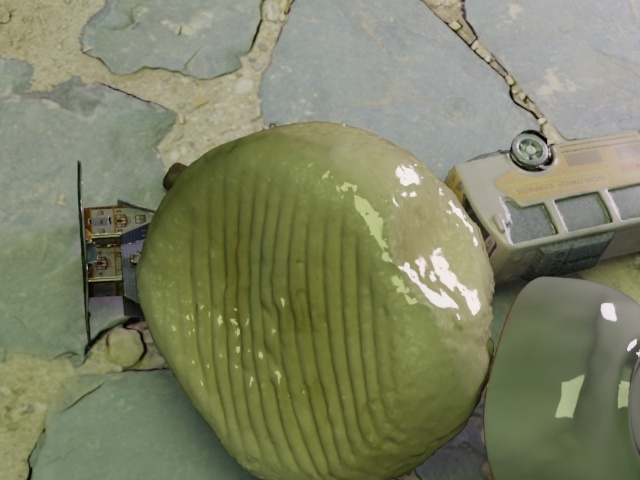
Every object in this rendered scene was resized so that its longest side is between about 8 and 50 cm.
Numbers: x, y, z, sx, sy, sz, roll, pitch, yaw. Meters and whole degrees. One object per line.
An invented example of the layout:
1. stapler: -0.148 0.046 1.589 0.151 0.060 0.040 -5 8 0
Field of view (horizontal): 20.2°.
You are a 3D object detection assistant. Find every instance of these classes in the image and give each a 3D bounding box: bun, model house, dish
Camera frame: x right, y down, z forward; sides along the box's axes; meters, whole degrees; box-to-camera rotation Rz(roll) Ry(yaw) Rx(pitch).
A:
1. bun: 0.008 0.055 1.718 0.352 0.349 0.227 3 12 28
2. model house: -0.200 0.012 1.827 0.088 0.117 0.167 -3 57 -8
3. dish: 0.265 0.159 1.678 0.117 0.256 0.256 -4 53 37

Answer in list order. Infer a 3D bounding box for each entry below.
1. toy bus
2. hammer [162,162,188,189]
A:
1. toy bus: 0.295 -0.047 1.868 0.342 0.097 0.138 -12 63 -20
2. hammer: 0.000 0.000 1.882 0.365 0.043 0.111 25 62 13
